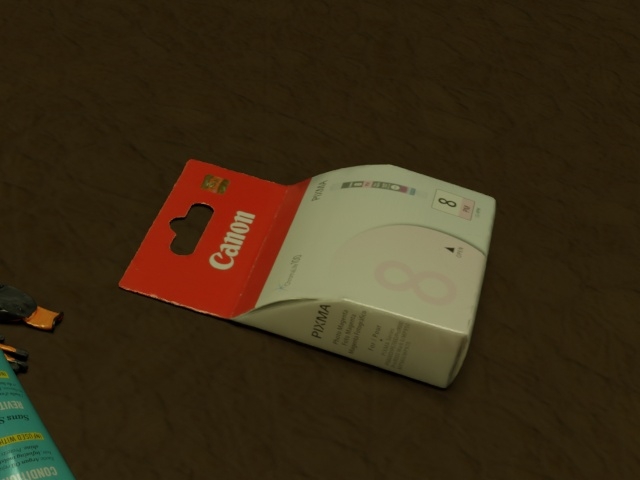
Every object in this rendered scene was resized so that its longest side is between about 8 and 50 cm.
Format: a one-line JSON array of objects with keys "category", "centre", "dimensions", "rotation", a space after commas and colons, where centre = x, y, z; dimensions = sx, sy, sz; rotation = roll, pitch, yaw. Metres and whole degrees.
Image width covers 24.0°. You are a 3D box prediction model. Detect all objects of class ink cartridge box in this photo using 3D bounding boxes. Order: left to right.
[{"category": "ink cartridge box", "centre": [0.000, 0.000, 1.055], "dimensions": [0.232, 0.066, 0.189], "rotation": [21, 33, 0]}]

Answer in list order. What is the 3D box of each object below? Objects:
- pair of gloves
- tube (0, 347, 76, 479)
[{"category": "pair of gloves", "centre": [-0.205, 0.051, 0.931], "dimensions": [0.074, 0.010, 0.083], "rotation": [18, 32, 4]}, {"category": "tube", "centre": [-0.158, 0.137, 0.795], "dimensions": [0.080, 0.052, 0.207], "rotation": [-17, 50, -26]}]
